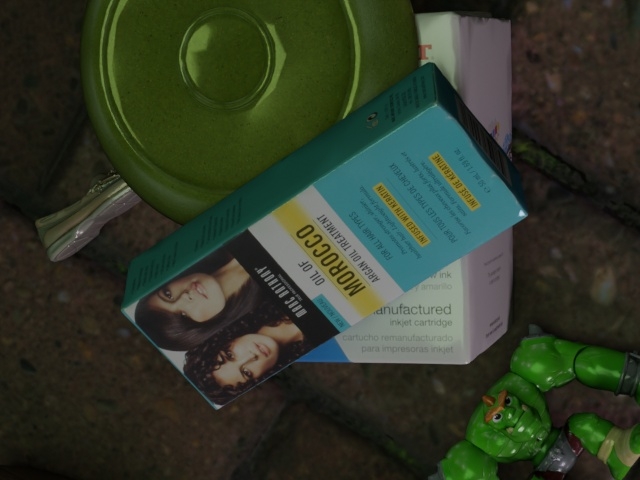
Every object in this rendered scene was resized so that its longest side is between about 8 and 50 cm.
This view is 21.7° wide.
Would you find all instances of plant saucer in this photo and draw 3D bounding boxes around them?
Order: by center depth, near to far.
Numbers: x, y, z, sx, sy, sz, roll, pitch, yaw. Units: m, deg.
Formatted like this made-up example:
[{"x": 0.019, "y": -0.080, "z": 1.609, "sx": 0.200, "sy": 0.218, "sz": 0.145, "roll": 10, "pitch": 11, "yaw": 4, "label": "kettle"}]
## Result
[{"x": -0.057, "y": -0.118, "z": 1.084, "sx": 0.241, "sy": 0.037, "sz": 0.241, "roll": 2, "pitch": 95, "yaw": 19, "label": "plant saucer"}]

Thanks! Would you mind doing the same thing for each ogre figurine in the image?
[{"x": 0.160, "y": 0.150, "z": 1.196, "sx": 0.118, "sy": 0.097, "sz": 0.197, "roll": 33, "pitch": 102, "yaw": 11, "label": "ogre figurine"}]

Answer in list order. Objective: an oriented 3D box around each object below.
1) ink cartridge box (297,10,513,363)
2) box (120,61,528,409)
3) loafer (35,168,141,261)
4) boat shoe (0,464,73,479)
[{"x": 0.038, "y": -0.042, "z": 1.170, "sx": 0.171, "sy": 0.168, "sz": 0.232, "roll": 0, "pitch": 96, "yaw": 17, "label": "ink cartridge box"}, {"x": 0.000, "y": 0.000, "z": 1.045, "sx": 0.244, "sy": 0.060, "sz": 0.100, "roll": -33, "pitch": 115, "yaw": 18, "label": "box"}, {"x": -0.174, "y": -0.033, "z": 1.301, "sx": 0.125, "sy": 0.045, "sz": 0.039, "roll": -38, "pitch": 79, "yaw": 20, "label": "loafer"}, {"x": -0.156, "y": 0.263, "z": 1.302, "sx": 0.285, "sy": 0.103, "sz": 0.092, "roll": 23, "pitch": 98, "yaw": 6, "label": "boat shoe"}]
